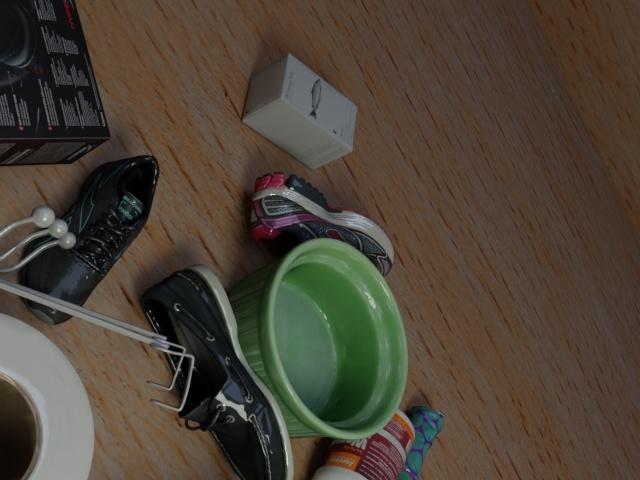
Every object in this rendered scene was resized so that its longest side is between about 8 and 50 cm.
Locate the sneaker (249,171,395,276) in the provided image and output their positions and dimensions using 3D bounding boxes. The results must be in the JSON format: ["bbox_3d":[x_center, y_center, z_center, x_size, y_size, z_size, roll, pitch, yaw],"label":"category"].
[{"bbox_3d":[0.000,0.000,1.319,0.299,0.121,0.112,26,60,-31],"label":"sneaker"}]

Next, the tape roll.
[{"bbox_3d":[-0.373,0.204,0.767,0.246,0.169,0.246,22,57,-39],"label":"tape roll"}]

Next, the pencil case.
[{"bbox_3d":[0.169,0.365,1.387,0.070,0.064,0.151,43,45,-5],"label":"pencil case"}]

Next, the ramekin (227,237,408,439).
[{"bbox_3d":[-0.015,0.160,1.204,0.303,0.148,0.303,22,58,-41],"label":"ramekin"}]

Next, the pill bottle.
[{"bbox_3d":[0.058,0.365,1.221,0.121,0.121,0.221,54,42,-18],"label":"pill bottle"}]

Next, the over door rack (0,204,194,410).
[{"bbox_3d":[-0.267,0.047,0.833,0.324,0.239,0.108,33,79,-7],"label":"over door rack"}]

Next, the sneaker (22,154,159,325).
[{"bbox_3d":[-0.291,-0.014,1.007,0.101,0.106,0.267,42,49,-30],"label":"sneaker"}]

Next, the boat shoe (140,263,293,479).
[{"bbox_3d":[-0.148,0.201,1.058,0.113,0.127,0.340,-16,85,-49],"label":"boat shoe"}]

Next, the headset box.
[{"bbox_3d":[-0.425,-0.203,0.931,0.293,0.110,0.218,-10,82,-50],"label":"headset box"}]

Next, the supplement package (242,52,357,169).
[{"bbox_3d":[-0.034,-0.224,1.378,0.179,0.105,0.105,31,54,-36],"label":"supplement package"}]
